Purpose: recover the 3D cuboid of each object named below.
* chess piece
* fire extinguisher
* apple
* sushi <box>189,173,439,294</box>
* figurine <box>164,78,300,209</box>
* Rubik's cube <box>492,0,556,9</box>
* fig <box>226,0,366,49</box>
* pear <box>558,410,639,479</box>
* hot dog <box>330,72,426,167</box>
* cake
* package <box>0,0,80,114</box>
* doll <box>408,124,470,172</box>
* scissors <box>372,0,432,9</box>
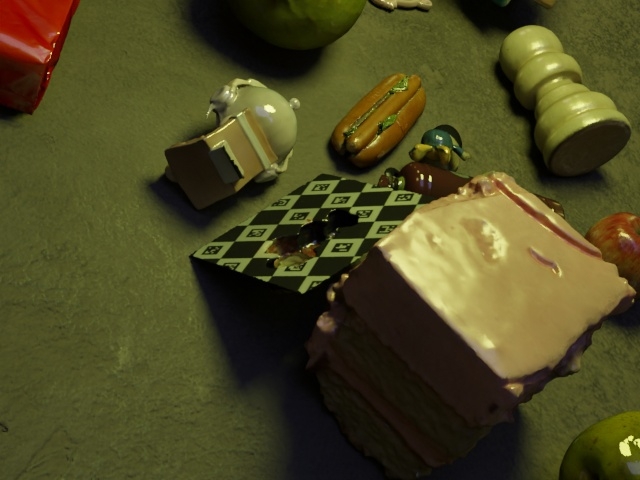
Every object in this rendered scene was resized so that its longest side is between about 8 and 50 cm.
[{"bbox_3d":[0.441,-0.282,1.650,0.167,0.167,0.299,-4,56,-26],"label":"chess piece"},{"bbox_3d":[0.230,-0.047,1.418,0.341,0.105,0.141,12,38,-20],"label":"fire extinguisher"},{"bbox_3d":[0.509,0.031,1.484,0.146,0.131,0.146,22,40,-20],"label":"apple"},{"bbox_3d":[0.000,0.000,1.265,0.264,0.050,0.290,15,38,44],"label":"sushi"},{"bbox_3d":[-0.119,-0.154,1.336,0.162,0.141,0.237,56,46,-19],"label":"figurine"},{"bbox_3d":[0.365,-0.672,1.734,0.387,0.358,0.368,27,20,-5],"label":"Rubik's cube"},{"bbox_3d":[-0.035,-0.477,1.512,0.258,0.258,0.326,24,35,-8],"label":"fig"},{"bbox_3d":[0.431,0.333,1.213,0.198,0.198,0.198,12,55,-17],"label":"pear"},{"bbox_3d":[0.108,-0.213,1.503,0.100,0.068,0.249,37,51,4],"label":"hot dog"},{"bbox_3d":[0.174,0.112,1.166,0.293,0.307,0.314,46,52,11],"label":"cake"},{"bbox_3d":[-0.458,-0.387,1.331,0.196,0.123,0.423,20,54,-14],"label":"package"},{"bbox_3d":[0.200,-0.147,1.474,0.102,0.089,0.179,8,17,21],"label":"doll"},{"bbox_3d":[0.071,-0.526,1.721,0.317,0.024,0.160,10,56,-18],"label":"scissors"}]
